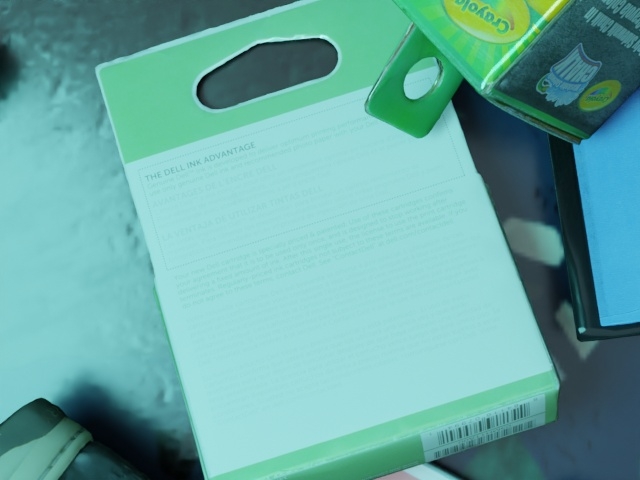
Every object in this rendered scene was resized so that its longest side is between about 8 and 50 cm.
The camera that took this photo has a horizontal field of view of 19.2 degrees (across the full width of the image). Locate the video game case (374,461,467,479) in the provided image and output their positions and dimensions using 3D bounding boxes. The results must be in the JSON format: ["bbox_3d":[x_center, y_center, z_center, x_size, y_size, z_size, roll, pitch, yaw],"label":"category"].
[{"bbox_3d":[-0.002,0.241,0.945,0.204,0.025,0.285,28,91,0],"label":"video game case"}]

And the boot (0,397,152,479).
[{"bbox_3d":[-0.111,0.297,0.871,0.284,0.138,0.377,28,86,0],"label":"boot"}]

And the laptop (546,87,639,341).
[{"bbox_3d":[0.239,-0.091,0.862,0.136,0.264,0.234,-1,79,-37],"label":"laptop"}]

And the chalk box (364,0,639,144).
[{"bbox_3d":[0.097,-0.137,0.858,0.213,0.132,0.132,-45,65,14],"label":"chalk box"}]

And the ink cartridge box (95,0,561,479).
[{"bbox_3d":[0.000,0.000,0.927,0.171,0.056,0.235,-18,66,-1],"label":"ink cartridge box"}]
